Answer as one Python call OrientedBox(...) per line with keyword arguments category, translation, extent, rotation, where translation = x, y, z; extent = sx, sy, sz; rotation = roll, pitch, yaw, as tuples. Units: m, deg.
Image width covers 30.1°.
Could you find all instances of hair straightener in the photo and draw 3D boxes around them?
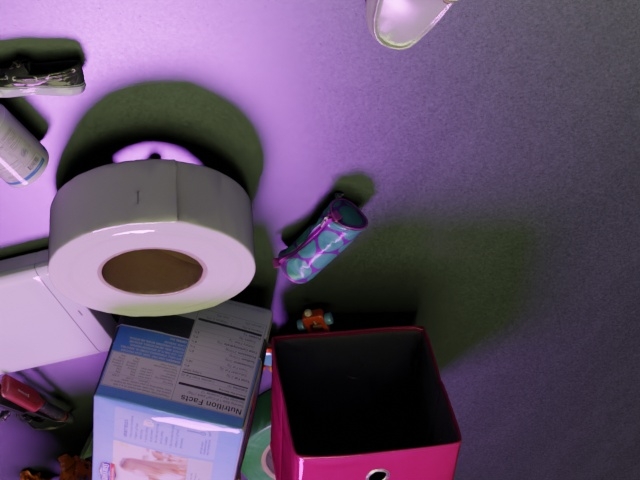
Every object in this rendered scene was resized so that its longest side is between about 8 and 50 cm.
OrientedBox(category="hair straightener", translation=(-0.501, 0.280, 2.022), extent=(0.089, 0.047, 0.230), rotation=(-14, 156, 20))

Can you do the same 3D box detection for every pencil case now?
OrientedBox(category="pencil case", translation=(0.000, 0.000, 1.724), extent=(0.070, 0.064, 0.152), rotation=(7, 142, -38))

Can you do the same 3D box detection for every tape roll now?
OrientedBox(category="tape roll", translation=(-0.232, 0.002, 1.643), extent=(0.286, 0.100, 0.286), rotation=(-3, 151, -2))
OrientedBox(category="tape roll", translation=(0.011, 0.365, 2.163), extent=(0.321, 0.077, 0.321), rotation=(-3, 140, -2))

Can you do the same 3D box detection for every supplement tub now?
OrientedBox(category="supplement tub", translation=(-0.408, -0.124, 1.535), extent=(0.071, 0.071, 0.107), rotation=(-20, 137, 19))

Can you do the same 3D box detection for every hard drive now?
OrientedBox(category="hard drive", translation=(-0.520, 0.129, 1.855), extent=(0.353, 0.047, 0.233), rotation=(-13, 140, 11))

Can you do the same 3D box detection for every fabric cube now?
OrientedBox(category="fabric cube", translation=(0.057, 0.319, 1.873), extent=(0.254, 0.259, 0.258), rotation=(-3, 130, -10))

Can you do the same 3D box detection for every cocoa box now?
OrientedBox(category="cocoa box", translation=(-0.223, 0.269, 1.876), extent=(0.231, 0.228, 0.347), rotation=(13, 139, 0))

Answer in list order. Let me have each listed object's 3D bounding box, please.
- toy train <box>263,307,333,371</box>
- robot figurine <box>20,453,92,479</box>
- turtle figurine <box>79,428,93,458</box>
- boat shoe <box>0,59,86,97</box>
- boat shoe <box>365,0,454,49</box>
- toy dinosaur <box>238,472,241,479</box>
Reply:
OrientedBox(category="toy train", translation=(-0.045, 0.156, 1.931), extent=(0.166, 0.046, 0.125), rotation=(-17, 130, 18))
OrientedBox(category="robot figurine", translation=(-0.496, 0.548, 2.177), extent=(0.211, 0.291, 0.085), rotation=(-26, 136, 24))
OrientedBox(category="turtle figurine", translation=(-0.303, 0.447, 2.118), extent=(0.266, 0.198, 0.274), rotation=(31, 100, -18))
OrientedBox(category="boat shoe", translation=(-0.361, -0.204, 1.466), extent=(0.142, 0.049, 0.040), rotation=(-1, 122, -6))
OrientedBox(category="boat shoe", translation=(0.126, -0.316, 1.316), extent=(0.113, 0.103, 0.302), rotation=(9, 139, -15))
OrientedBox(category="toy dinosaur", translation=(-0.211, 0.471, 2.292), extent=(0.112, 0.064, 0.211), rotation=(-8, 124, 17))
